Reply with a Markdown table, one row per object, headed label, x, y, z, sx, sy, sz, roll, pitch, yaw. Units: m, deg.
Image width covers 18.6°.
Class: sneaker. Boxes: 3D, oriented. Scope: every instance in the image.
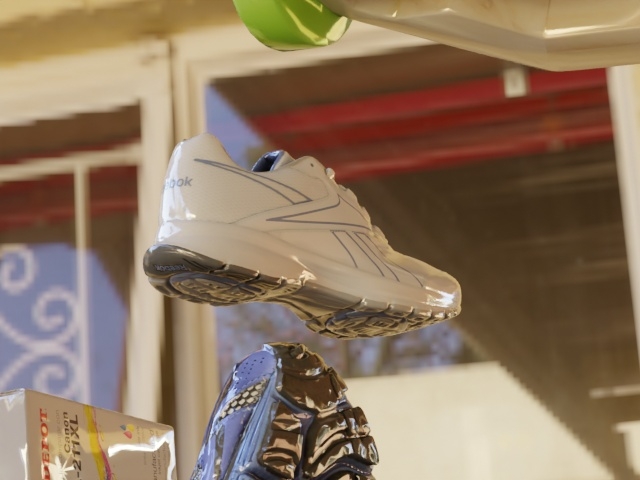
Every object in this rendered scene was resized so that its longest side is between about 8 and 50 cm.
| label | x | y | z | sx | sy | sz | roll | pitch | yaw |
| --- | --- | --- | --- | --- | --- | --- | --- | --- | --- |
| sneaker | -0.050 | 0.134 | 0.621 | 0.087 | 0.221 | 0.083 | 22 | 2 | 33 |
| sneaker | 0.000 | 0.000 | 1.515 | 0.297 | 0.129 | 0.111 | 19 | -25 | -39 |

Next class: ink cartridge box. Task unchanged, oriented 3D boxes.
| label | x | y | z | sx | sy | sz | roll | pitch | yaw |
| --- | --- | --- | --- | --- | --- | --- | --- | --- | --- |
| ink cartridge box | -0.170 | 0.178 | 1.303 | 0.072 | 0.127 | 0.175 | -14 | -19 | 26 |

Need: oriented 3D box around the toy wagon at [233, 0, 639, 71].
| label | x | y | z | sx | sy | sz | roll | pitch | yaw |
| --- | --- | --- | --- | --- | --- | --- | --- | --- | --- |
| toy wagon | 0.038 | -0.143 | 0.537 | 0.267 | 0.068 | 0.344 | -3 | -25 | 35 |
